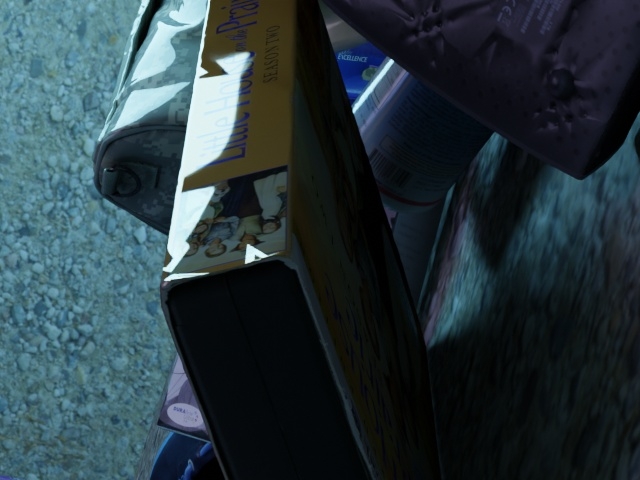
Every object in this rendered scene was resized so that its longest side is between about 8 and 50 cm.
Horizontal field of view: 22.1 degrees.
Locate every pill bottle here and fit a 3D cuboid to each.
[{"bbox_3d":[0.081,-0.099,1.064,0.160,0.087,0.087,-53,19,33],"label":"pill bottle"}]

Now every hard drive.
[{"bbox_3d":[0.086,-0.164,0.845,0.255,0.054,0.172,41,122,32],"label":"hard drive"}]

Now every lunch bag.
[{"bbox_3d":[-0.050,-0.136,1.432,0.212,0.256,0.305,119,166,-52],"label":"lunch bag"}]

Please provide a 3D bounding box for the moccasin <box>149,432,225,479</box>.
[{"bbox_3d":[-0.074,0.196,1.361,0.117,0.138,0.342,-91,18,-50],"label":"moccasin"}]

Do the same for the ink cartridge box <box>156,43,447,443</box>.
[{"bbox_3d":[0.000,0.000,1.204,0.165,0.065,0.332,10,80,37],"label":"ink cartridge box"}]

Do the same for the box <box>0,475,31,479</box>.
[{"bbox_3d":[-0.139,0.219,1.184,0.201,0.293,0.057,160,121,-80],"label":"box"}]

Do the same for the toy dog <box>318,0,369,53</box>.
[{"bbox_3d":[0.051,-0.389,1.162,0.395,0.284,0.408,-5,56,46],"label":"toy dog"}]

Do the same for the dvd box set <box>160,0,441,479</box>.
[{"bbox_3d":[0.005,0.046,0.869,0.420,0.062,0.307,-90,-17,-64],"label":"dvd box set"}]
